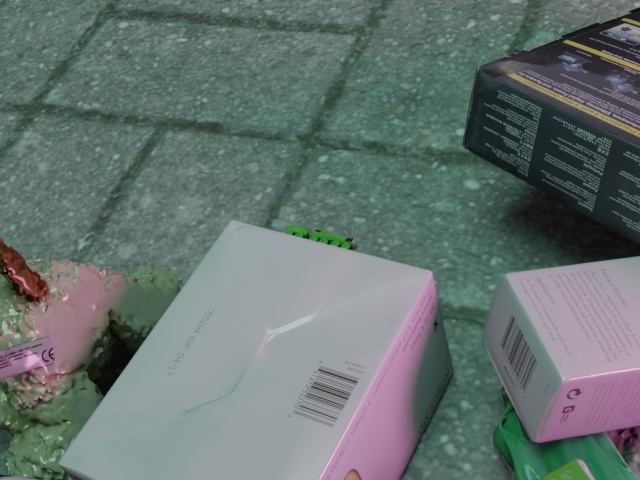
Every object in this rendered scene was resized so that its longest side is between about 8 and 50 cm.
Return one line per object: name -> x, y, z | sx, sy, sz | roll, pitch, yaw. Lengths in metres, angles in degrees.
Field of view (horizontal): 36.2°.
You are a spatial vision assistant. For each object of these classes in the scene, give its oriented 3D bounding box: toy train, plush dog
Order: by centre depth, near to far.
plush dog -> -0.286, 0.097, 0.915 | 0.225, 0.210, 0.262 | -15, 39, 40
toy train -> 0.000, 0.000, 1.014 | 0.083, 0.017, 0.024 | 12, 43, 25

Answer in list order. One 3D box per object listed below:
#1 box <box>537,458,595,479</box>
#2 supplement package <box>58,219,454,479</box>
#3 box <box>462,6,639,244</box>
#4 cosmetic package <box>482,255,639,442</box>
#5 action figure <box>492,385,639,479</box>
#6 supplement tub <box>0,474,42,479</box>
box -> 0.064, 0.274, 0.600 | 0.322, 0.058, 0.232 | -32, 9, 5
supplement package -> -0.038, 0.142, 0.811 | 0.204, 0.145, 0.262 | 15, 56, 27
box -> 0.379, -0.085, 0.864 | 0.318, 0.097, 0.395 | -24, 44, -37
cosmetic package -> 0.261, 0.079, 0.784 | 0.231, 0.085, 0.117 | -4, 44, -15
action figure -> 0.197, 0.197, 0.752 | 0.137, 0.063, 0.232 | -22, 47, -1
supplement tub -> -0.299, 0.281, 0.701 | 0.324, 0.235, 0.235 | 2, 50, 17
